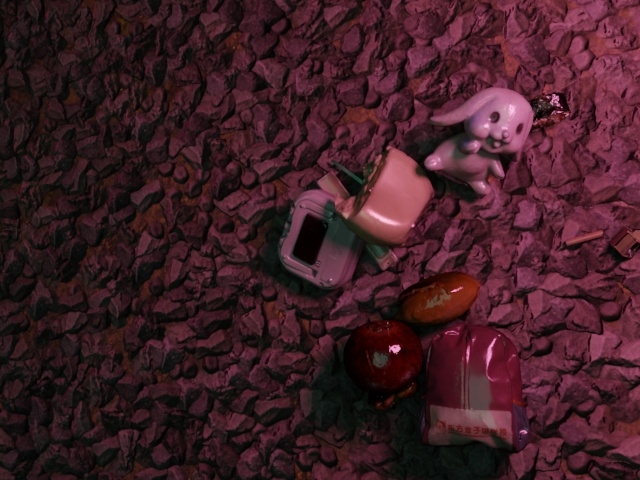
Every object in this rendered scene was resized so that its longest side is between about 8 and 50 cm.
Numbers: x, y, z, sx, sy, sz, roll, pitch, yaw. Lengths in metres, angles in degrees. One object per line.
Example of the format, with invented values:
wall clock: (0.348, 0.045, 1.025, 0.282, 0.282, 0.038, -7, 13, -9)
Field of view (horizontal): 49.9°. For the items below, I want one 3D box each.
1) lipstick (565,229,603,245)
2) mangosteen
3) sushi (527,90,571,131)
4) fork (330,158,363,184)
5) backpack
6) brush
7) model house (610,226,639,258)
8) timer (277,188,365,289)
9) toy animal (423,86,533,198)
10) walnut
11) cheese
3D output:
lipstick: (0.682, -0.006, 1.776, 0.094, 0.019, 0.019, -17, 82, 16)
mangosteen: (0.172, 0.340, 1.834, 0.215, 0.215, 0.258, -4, 104, 18)
sushi: (0.571, -0.331, 1.795, 0.150, 0.090, 0.078, -17, 79, 18)
fork: (0.124, -0.165, 1.967, 0.235, 0.021, 0.039, 39, 95, 18)
backpack: (0.386, 0.372, 1.760, 0.283, 0.197, 0.318, -2, 80, 19)
brush: (0.105, -0.057, 1.957, 0.060, 0.050, 0.321, -37, 84, 10)
model house: (0.782, -0.003, 1.731, 0.083, 0.057, 0.058, -55, 45, 27)
timer: (0.000, 0.000, 1.938, 0.236, 0.087, 0.262, 26, 109, 18)
toy animal: (0.422, -0.259, 1.762, 0.289, 0.249, 0.174, -22, 45, 37)
walnut: (0.308, 0.159, 1.829, 0.245, 0.137, 0.137, -21, 81, 7)
cheese: (0.175, -0.114, 1.838, 0.233, 0.127, 0.266, 35, 63, -5)
